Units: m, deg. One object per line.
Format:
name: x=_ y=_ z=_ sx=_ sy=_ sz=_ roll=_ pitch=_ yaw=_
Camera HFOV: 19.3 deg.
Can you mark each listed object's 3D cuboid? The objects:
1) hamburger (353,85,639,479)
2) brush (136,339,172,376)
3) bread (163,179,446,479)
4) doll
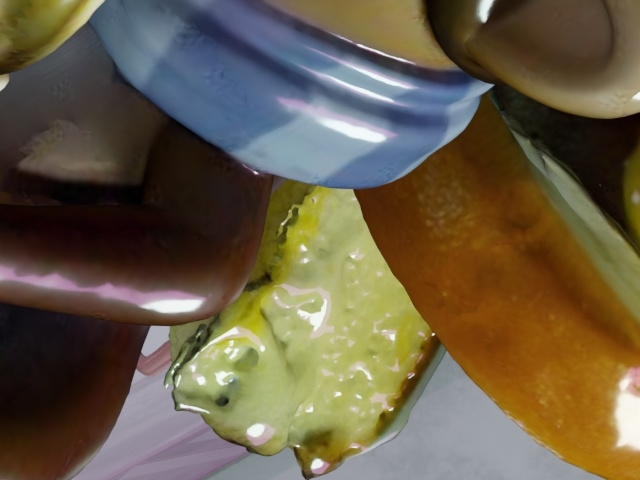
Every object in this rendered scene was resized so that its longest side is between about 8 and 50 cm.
hamburger: x=0.183 y=-0.071 z=0.801 sx=0.250 sy=0.330 sz=0.330 roll=-35 pitch=167 yaw=35
brush: x=-0.094 y=0.038 z=1.288 sx=0.047 sy=0.103 sz=0.233 roll=-17 pitch=168 yaw=-35
bread: x=-0.007 y=0.003 z=1.124 sx=0.174 sy=0.133 sz=0.251 roll=24 pitch=93 yaw=-41
doll: x=-0.054 y=-0.081 z=0.575 sx=0.340 sy=0.209 sz=0.318 roll=-31 pitch=-158 yaw=35
